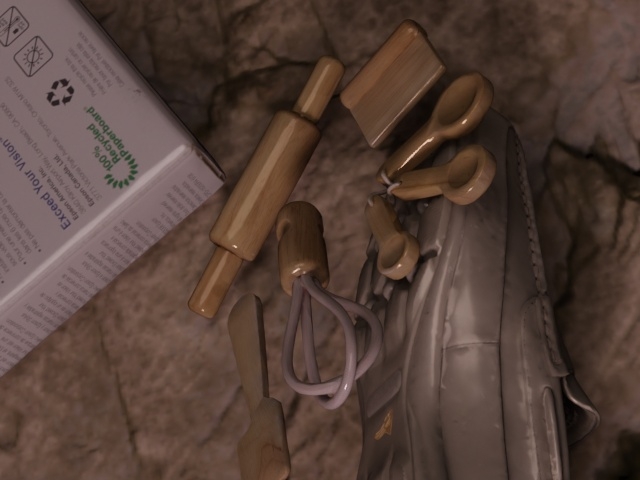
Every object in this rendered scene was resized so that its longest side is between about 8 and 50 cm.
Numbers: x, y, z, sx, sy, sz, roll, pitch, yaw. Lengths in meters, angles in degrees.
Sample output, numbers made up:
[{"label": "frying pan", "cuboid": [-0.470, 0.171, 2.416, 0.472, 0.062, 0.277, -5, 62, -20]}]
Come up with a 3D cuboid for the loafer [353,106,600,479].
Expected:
[{"label": "loafer", "cuboid": [0.079, 0.077, 0.799, 0.111, 0.112, 0.320, 17, 60, -19]}]

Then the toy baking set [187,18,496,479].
[{"label": "toy baking set", "cuboid": [-0.002, -0.002, 0.829, 0.256, 0.030, 0.196, -60, 28, -3]}]

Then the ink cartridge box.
[{"label": "ink cartridge box", "cuboid": [-0.274, -0.045, 0.962, 0.330, 0.071, 0.324, -40, 63, 0]}]
